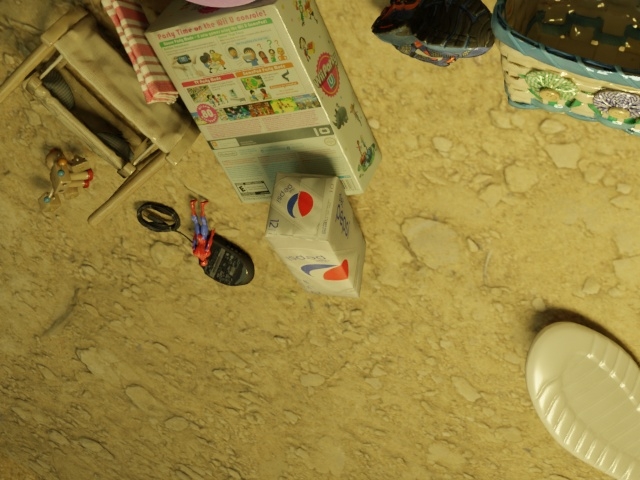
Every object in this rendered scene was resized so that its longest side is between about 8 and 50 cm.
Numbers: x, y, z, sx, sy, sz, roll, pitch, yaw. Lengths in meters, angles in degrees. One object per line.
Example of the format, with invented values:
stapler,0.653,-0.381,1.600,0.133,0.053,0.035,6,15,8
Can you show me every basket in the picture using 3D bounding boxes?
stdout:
basket,0.306,-0.248,0.983,0.254,0.201,0.289,16,146,16

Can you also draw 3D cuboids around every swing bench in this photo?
swing bench,-0.337,-0.198,1.464,0.253,0.165,0.254,46,132,-16

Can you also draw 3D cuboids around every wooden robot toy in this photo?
wooden robot toy,-0.454,-0.123,1.699,0.173,0.076,0.079,-43,67,49

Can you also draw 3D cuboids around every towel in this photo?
towel,-0.253,-0.277,1.306,0.029,0.144,0.197,-23,96,6

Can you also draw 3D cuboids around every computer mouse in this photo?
computer mouse,-0.216,0.002,1.686,0.242,0.041,0.071,33,116,9

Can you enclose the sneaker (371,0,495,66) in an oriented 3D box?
sneaker,0.147,-0.247,1.135,0.087,0.083,0.221,33,-177,-27

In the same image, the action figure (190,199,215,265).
action figure,-0.201,-0.012,1.639,0.038,0.030,0.115,6,106,22

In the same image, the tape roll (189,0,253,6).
tape roll,-0.137,-0.425,1.162,0.274,0.090,0.275,17,137,16

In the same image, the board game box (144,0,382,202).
board game box,-0.073,-0.202,1.344,0.223,0.098,0.303,-3,130,33

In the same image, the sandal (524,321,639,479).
sandal,0.458,0.283,1.500,0.416,0.169,0.102,43,179,-14

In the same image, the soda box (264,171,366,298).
soda box,0.000,0.000,1.404,0.091,0.098,0.286,5,162,13
